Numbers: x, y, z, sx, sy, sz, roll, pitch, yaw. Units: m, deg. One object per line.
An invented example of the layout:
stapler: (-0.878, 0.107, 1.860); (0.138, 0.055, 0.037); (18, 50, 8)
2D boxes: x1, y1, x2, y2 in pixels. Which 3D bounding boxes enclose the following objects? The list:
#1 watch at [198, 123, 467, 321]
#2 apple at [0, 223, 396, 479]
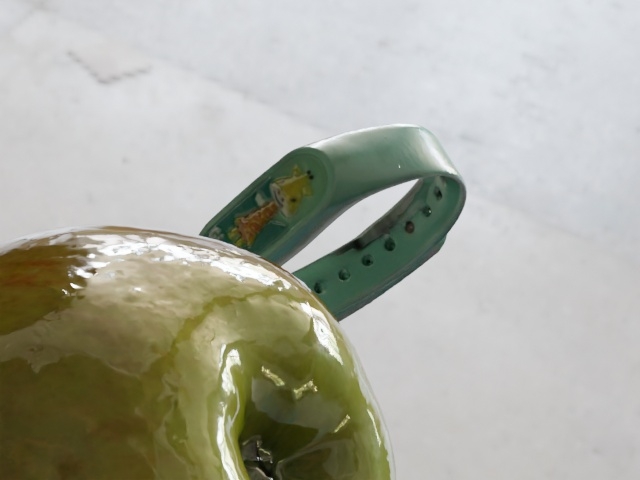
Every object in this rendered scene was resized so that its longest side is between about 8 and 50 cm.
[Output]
watch: (0.000, 0.000, 1.420); (0.195, 0.237, 0.068); (18, 35, -57)
apple: (-0.114, 0.143, 0.997); (0.338, 0.305, 0.338); (18, 60, -35)
